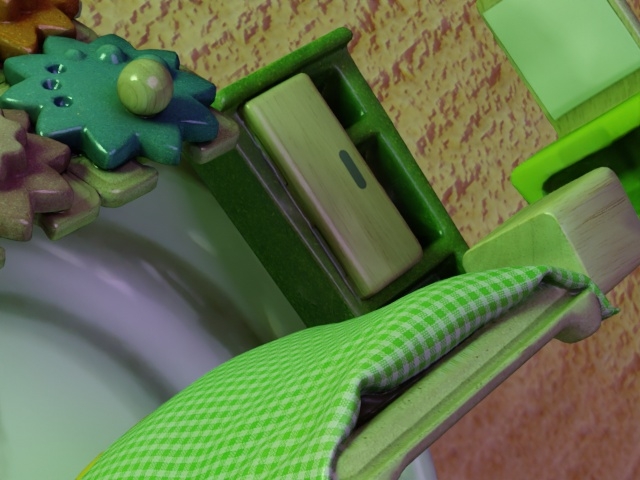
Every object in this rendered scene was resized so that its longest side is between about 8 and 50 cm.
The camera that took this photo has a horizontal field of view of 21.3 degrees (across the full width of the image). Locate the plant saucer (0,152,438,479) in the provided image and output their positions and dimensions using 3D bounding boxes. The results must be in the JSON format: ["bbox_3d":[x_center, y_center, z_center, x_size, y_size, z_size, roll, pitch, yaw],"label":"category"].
[{"bbox_3d":[-0.126,0.119,0.688,0.400,0.100,0.400,19,57,-31],"label":"plant saucer"}]

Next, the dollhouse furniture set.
[{"bbox_3d":[0.000,0.000,0.649,0.301,0.197,0.151,-34,92,-45],"label":"dollhouse furniture set"}]

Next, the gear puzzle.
[{"bbox_3d":[-0.197,-0.109,0.682,0.339,0.044,0.175,33,40,24],"label":"gear puzzle"}]
